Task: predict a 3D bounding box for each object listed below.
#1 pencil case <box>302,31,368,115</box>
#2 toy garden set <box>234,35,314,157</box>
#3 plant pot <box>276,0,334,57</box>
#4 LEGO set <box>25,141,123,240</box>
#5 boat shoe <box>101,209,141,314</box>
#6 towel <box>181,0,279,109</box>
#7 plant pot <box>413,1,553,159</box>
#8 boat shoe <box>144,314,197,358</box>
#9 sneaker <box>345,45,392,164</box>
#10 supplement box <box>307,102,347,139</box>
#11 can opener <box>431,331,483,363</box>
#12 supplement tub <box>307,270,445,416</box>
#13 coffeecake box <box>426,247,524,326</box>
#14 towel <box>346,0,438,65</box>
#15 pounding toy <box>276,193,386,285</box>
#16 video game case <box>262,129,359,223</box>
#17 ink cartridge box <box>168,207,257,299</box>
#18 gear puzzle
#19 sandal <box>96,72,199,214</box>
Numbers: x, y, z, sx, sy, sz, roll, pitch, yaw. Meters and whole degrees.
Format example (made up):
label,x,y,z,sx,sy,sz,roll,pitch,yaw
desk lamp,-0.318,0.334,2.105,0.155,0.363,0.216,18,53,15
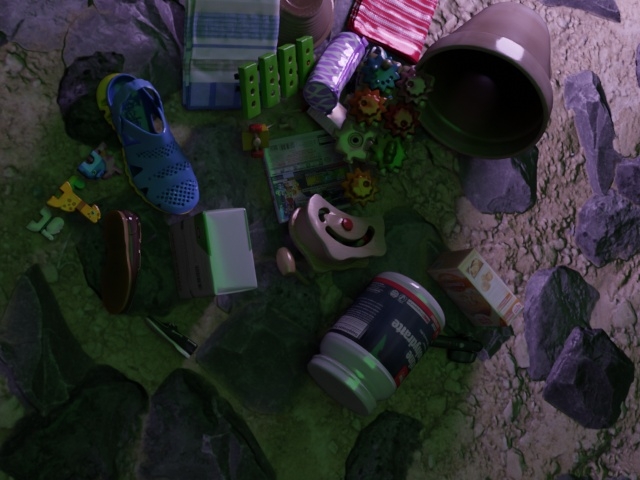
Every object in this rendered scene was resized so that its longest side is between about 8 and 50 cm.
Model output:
label,x,y,z,sx,sy,sz,roll,pitch,yaw
pencil case,0.032,-0.373,1.829,0.086,0.088,0.206,48,47,-30
toy garden set,-0.099,-0.307,1.774,0.244,0.049,0.203,-38,135,-46
plant pot,-0.066,-0.529,1.823,0.237,0.110,0.237,3,82,-23
LEGO set,-0.458,-0.084,1.620,0.093,0.087,0.227,42,72,-14
boat shoe,-0.384,0.043,1.647,0.073,0.073,0.207,6,87,-63
towel,-0.189,-0.414,1.739,0.209,0.034,0.285,-5,114,-24
plant pot,0.400,-0.397,1.929,0.323,0.323,0.280,40,54,-15
boat shoe,-0.301,0.188,1.681,0.125,0.046,0.038,44,70,-16
sneaker,0.128,-0.302,1.904,0.110,0.107,0.275,0,89,-43
supplement box,0.027,-0.276,1.855,0.098,0.036,0.062,44,48,1
can opener,0.291,0.238,1.922,0.186,0.059,0.073,14,80,-22
supplement tub,0.120,0.218,1.779,0.191,0.191,0.272,46,69,-13
coffeecake box,0.354,0.110,1.917,0.185,0.142,0.068,48,70,-12
towel,0.187,-0.573,1.979,0.199,0.031,0.275,24,76,-20
pounding toy,0.000,0.000,1.804,0.269,0.155,0.154,-4,68,-40
video game case,-0.022,-0.147,1.849,0.201,0.023,0.183,-14,90,-25
ink cartridge box,-0.217,0.029,1.641,0.093,0.219,0.160,-8,88,-27
gear puzzle,0.120,-0.236,1.802,0.175,0.044,0.339,21,85,-3
sandal,-0.339,-0.195,1.656,0.126,0.138,0.317,-34,100,-25
